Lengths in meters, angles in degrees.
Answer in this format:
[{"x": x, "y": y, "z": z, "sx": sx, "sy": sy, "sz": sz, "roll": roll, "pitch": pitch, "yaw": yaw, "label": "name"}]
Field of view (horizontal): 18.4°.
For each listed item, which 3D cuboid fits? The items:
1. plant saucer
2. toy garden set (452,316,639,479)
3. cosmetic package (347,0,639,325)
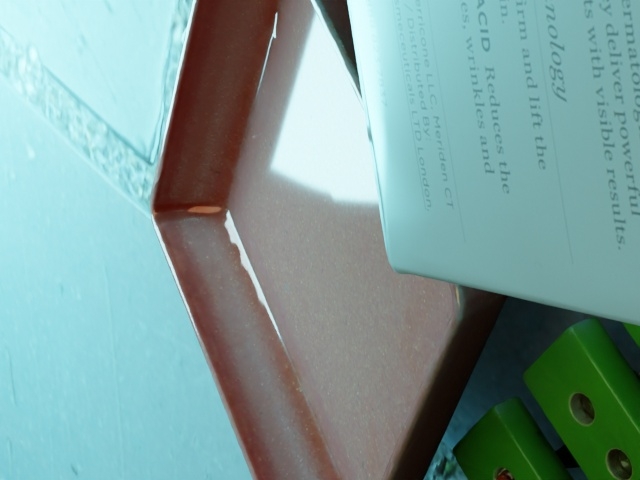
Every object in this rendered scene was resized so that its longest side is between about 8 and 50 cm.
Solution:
[{"x": 0.000, "y": 0.000, "z": 0.870, "sx": 0.258, "sy": 0.048, "sz": 0.259, "roll": 108, "pitch": 145, "yaw": -49, "label": "plant saucer"}, {"x": 0.123, "y": 0.024, "z": 0.774, "sx": 0.204, "sy": 0.049, "sz": 0.244, "roll": 58, "pitch": 143, "yaw": 18, "label": "toy garden set"}, {"x": 0.182, "y": -0.064, "z": 0.460, "sx": 0.385, "sy": 0.217, "sz": 0.156, "roll": 8, "pitch": 110, "yaw": 61, "label": "cosmetic package"}]
